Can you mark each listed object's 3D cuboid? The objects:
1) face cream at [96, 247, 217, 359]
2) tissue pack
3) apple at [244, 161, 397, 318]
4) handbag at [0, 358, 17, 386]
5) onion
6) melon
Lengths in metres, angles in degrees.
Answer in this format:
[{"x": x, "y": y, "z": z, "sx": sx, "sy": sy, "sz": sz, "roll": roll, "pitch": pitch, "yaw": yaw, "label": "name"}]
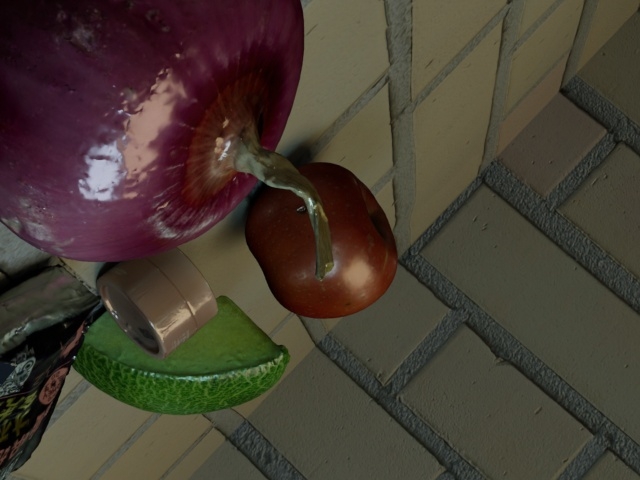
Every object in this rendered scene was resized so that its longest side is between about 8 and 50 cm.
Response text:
[{"x": -0.233, "y": 0.082, "z": 1.713, "sx": 0.104, "sy": 0.149, "sz": 0.149, "roll": -40, "pitch": 164, "yaw": -24, "label": "face cream"}, {"x": -0.426, "y": 0.199, "z": 1.511, "sx": 0.245, "sy": 0.123, "sz": 0.332, "roll": -36, "pitch": 159, "yaw": -54, "label": "tissue pack"}, {"x": 0.000, "y": 0.000, "z": 1.985, "sx": 0.216, "sy": 0.260, "sz": 0.260, "roll": -26, "pitch": 169, "yaw": 11, "label": "apple"}, {"x": -0.475, "y": 0.172, "z": 1.186, "sx": 0.269, "sy": 0.118, "sz": 0.326, "roll": -49, "pitch": 163, "yaw": 19, "label": "handbag"}, {"x": -0.139, "y": -0.147, "z": 1.082, "sx": 0.358, "sy": 0.345, "sz": 0.358, "roll": 6, "pitch": 90, "yaw": -84, "label": "onion"}, {"x": -0.227, "y": 0.183, "z": 1.933, "sx": 0.331, "sy": 0.226, "sz": 0.343, "roll": -5, "pitch": 155, "yaw": -7, "label": "melon"}]
